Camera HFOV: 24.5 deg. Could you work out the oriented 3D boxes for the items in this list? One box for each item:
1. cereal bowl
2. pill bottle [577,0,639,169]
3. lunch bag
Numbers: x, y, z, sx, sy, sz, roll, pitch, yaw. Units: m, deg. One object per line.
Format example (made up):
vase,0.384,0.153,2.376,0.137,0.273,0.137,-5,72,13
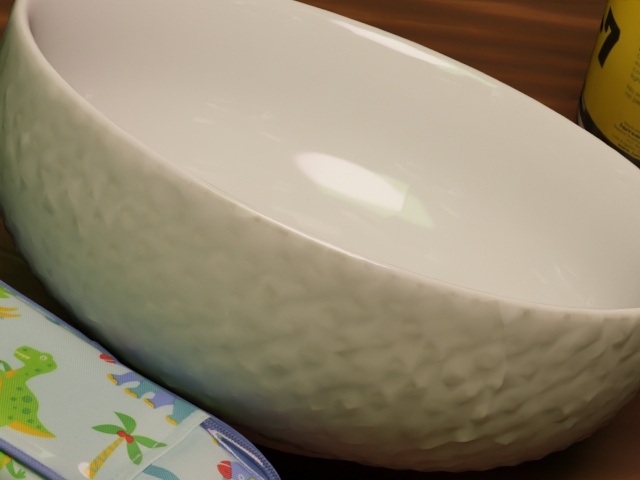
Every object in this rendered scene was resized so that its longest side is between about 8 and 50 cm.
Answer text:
cereal bowl,0.000,0.000,0.696,0.339,0.141,0.339,18,23,-8
pill bottle,0.222,-0.133,0.830,0.119,0.208,0.119,3,48,-4
lunch bag,-0.129,0.116,0.594,0.219,0.176,0.090,27,33,19
